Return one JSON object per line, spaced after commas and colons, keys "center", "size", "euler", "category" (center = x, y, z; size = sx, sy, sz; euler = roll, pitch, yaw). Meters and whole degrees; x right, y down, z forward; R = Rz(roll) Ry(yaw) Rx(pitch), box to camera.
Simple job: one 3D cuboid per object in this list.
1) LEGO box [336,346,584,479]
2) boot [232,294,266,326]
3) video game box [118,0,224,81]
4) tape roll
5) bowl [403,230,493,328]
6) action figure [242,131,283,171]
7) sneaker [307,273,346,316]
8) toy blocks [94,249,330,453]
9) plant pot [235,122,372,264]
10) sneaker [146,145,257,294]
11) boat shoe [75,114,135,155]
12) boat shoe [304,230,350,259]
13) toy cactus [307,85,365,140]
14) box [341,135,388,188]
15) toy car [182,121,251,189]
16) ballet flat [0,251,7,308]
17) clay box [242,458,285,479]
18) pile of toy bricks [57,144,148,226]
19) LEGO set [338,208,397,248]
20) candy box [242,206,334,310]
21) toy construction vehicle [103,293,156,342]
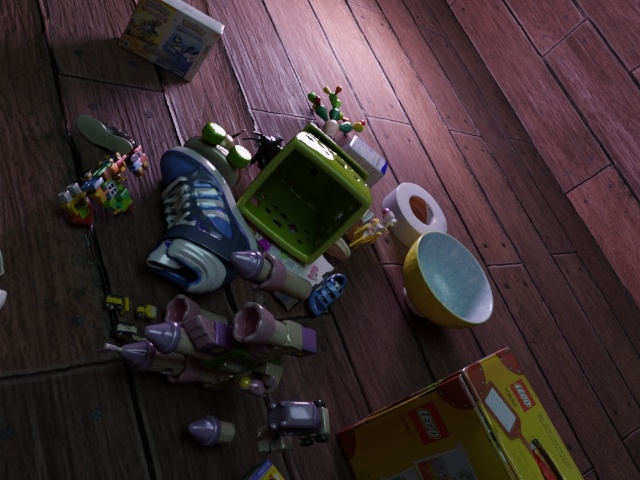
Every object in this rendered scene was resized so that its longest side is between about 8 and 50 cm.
{"center": [0.302, 0.519, 1.062], "size": [0.193, 0.372, 0.500], "euler": [-7, 65, -46], "category": "LEGO box"}
{"center": [-0.152, 0.173, 1.125], "size": [0.037, 0.114, 0.106], "euler": [31, 42, -20], "category": "boot"}
{"center": [-0.380, -0.521, 1.418], "size": [0.205, 0.187, 0.048], "euler": [22, 46, -28], "category": "video game box"}
{"center": [0.301, -0.076, 1.775], "size": [0.219, 0.072, 0.219], "euler": [24, 46, -28], "category": "tape roll"}
{"center": [0.326, 0.133, 1.563], "size": [0.289, 0.156, 0.289], "euler": [24, 46, -27], "category": "bowl"}
{"center": [-0.076, -0.195, 1.466], "size": [0.276, 0.164, 0.141], "euler": [49, 48, -15], "category": "action figure"}
{"center": [0.017, 0.127, 1.355], "size": [0.053, 0.059, 0.144], "euler": [56, 39, -17], "category": "sneaker"}
{"center": [-0.178, 0.189, 0.928], "size": [0.260, 0.288, 0.309], "euler": [31, 42, -46], "category": "toy blocks"}
{"center": [-0.026, -0.123, 1.294], "size": [0.227, 0.228, 0.207], "euler": [40, 29, -13], "category": "plant pot"}
{"center": [-0.287, -0.040, 1.158], "size": [0.323, 0.130, 0.236], "euler": [56, 35, 0], "category": "sneaker"}
{"center": [-0.469, -0.230, 1.218], "size": [0.133, 0.049, 0.042], "euler": [30, 15, -12], "category": "boat shoe"}
{"center": [0.000, 0.000, 1.451], "size": [0.170, 0.063, 0.059], "euler": [38, 42, 2], "category": "boat shoe"}
{"center": [0.051, -0.392, 1.791], "size": [0.219, 0.112, 0.180], "euler": [36, 50, -28], "category": "toy cactus"}
{"center": [0.108, -0.218, 1.669], "size": [0.137, 0.126, 0.072], "euler": [39, 39, -13], "category": "box"}
{"center": [-0.236, -0.204, 1.338], "size": [0.149, 0.155, 0.188], "euler": [42, 27, -8], "category": "toy car"}
{"center": [-0.543, 0.065, 0.888], "size": [0.086, 0.086, 0.248], "euler": [2, 57, -42], "category": "ballet flat"}
{"center": [-0.070, 0.515, 0.973], "size": [0.222, 0.053, 0.127], "euler": [50, 40, 3], "category": "clay box"}
{"center": [-0.416, -0.101, 1.129], "size": [0.212, 0.118, 0.105], "euler": [-73, 146, -56], "category": "pile of toy bricks"}
{"center": [0.103, -0.058, 1.532], "size": [0.107, 0.132, 0.287], "euler": [55, 17, 17], "category": "LEGO set"}
{"center": [-0.096, 0.030, 1.325], "size": [0.233, 0.071, 0.159], "euler": [49, 37, 1], "category": "candy box"}
{"center": [-0.353, 0.148, 1.031], "size": [0.098, 0.035, 0.086], "euler": [17, 38, -36], "category": "toy construction vehicle"}
